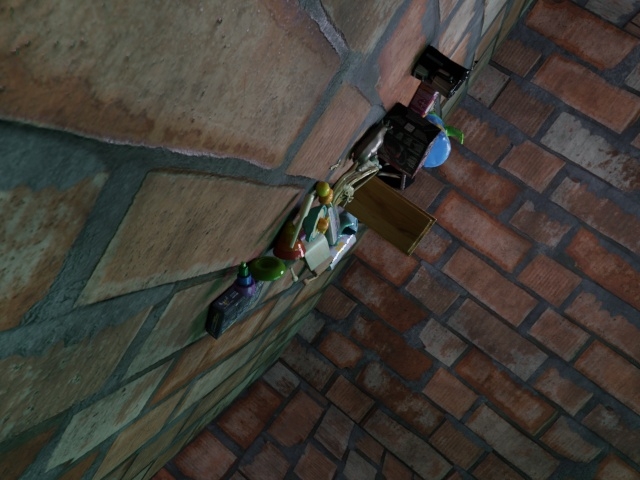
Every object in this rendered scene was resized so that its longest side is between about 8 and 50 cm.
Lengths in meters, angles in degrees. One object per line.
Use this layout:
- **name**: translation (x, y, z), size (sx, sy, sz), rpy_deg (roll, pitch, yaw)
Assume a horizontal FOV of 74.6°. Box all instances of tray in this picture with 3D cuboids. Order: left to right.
- **tray**: translation (0.288, -0.132, 1.876), size (0.203, 0.410, 0.076), rpy_deg (-55, 170, 10)

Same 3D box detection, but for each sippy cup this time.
- **sippy cup**: translation (0.517, -0.474, 2.033), size (0.305, 0.240, 0.224), rpy_deg (-40, -149, 21)

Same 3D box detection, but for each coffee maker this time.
- **coffee maker**: translation (0.468, -0.652, 1.606), size (0.171, 0.178, 0.120), rpy_deg (-47, 170, -20)

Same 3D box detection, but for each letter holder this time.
- **letter holder**: translation (0.375, -0.375, 2.216), size (0.302, 0.214, 0.152), rpy_deg (-35, 133, -62)

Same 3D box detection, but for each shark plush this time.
- **shark plush**: translation (0.229, -0.346, 1.926), size (0.067, 0.073, 0.161), rpy_deg (-25, -174, 23)

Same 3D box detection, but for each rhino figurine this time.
- **rhino figurine**: translation (0.205, -0.383, 1.637), size (0.243, 0.073, 0.106), rpy_deg (-52, 173, -16)

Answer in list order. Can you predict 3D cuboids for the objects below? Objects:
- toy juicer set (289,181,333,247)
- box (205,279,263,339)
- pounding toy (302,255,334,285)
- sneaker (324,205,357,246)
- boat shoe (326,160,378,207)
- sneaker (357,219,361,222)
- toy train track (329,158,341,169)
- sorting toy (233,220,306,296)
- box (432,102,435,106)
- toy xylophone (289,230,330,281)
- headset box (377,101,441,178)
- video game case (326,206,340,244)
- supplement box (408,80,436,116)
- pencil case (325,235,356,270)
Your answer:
- **toy juicer set**: translation (-0.005, -0.097, 1.472), size (0.329, 0.089, 0.210), rpy_deg (-42, 150, -70)
- **box**: translation (-0.289, 0.211, 1.453), size (0.232, 0.059, 0.183), rpy_deg (-45, 166, -42)
- **pounding toy**: translation (-0.037, 0.150, 2.298), size (0.206, 0.094, 0.181), rpy_deg (-41, 172, -12)
- **sneaker**: translation (0.128, -0.095, 2.018), size (0.366, 0.150, 0.135), rpy_deg (-46, 169, -30)
- **boat shoe**: translation (0.132, -0.235, 1.747), size (0.285, 0.089, 0.105), rpy_deg (-49, 170, -17)
- **sneaker**: translation (0.212, -0.135, 2.393), size (0.101, 0.106, 0.267), rpy_deg (-56, 171, 11)
- **toy train track**: translation (0.057, -0.268, 1.523), size (0.083, 0.014, 0.048), rpy_deg (-37, 160, -56)
- **sorting toy**: translation (-0.165, 0.039, 1.386), size (0.365, 0.126, 0.126), rpy_deg (-43, 142, -52)
- **box**: translation (0.515, -0.617, 2.261), size (0.270, 0.060, 0.216), rpy_deg (-56, 169, 11)
- **toy xylophone**: translation (-0.054, 0.057, 1.816), size (0.236, 0.081, 0.323), rpy_deg (-35, 161, -15)
- **headset box**: translation (0.362, -0.416, 1.812), size (0.110, 0.218, 0.293), rpy_deg (-49, 168, -18)
- **video game case**: translation (0.056, -0.081, 1.806), size (0.143, 0.019, 0.158), rpy_deg (-57, 141, -63)
- **supplement box**: translation (0.480, -0.657, 1.914), size (0.104, 0.080, 0.188), rpy_deg (-43, 166, -42)
- **pencil case**: translation (0.095, 0.056, 2.481), size (0.273, 0.113, 0.124), rpy_deg (-48, 179, -23)
